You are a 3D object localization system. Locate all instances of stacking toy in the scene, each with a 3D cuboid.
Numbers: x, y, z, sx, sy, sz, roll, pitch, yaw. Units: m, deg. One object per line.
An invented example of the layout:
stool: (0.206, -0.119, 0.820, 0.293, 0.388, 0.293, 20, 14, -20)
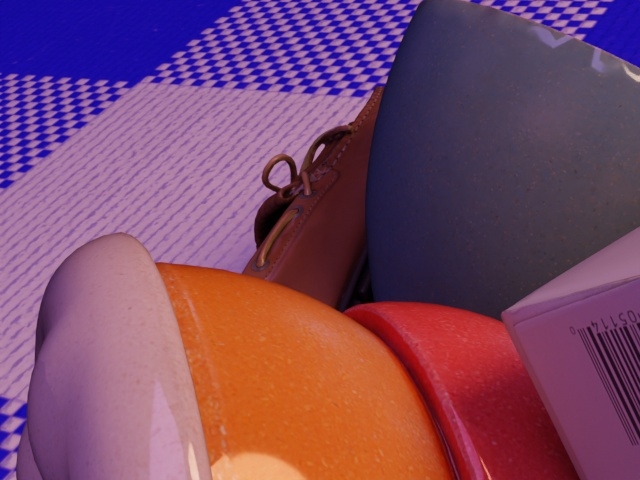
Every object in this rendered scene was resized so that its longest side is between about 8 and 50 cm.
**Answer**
stacking toy: (0.109, 0.160, 0.583, 0.480, 0.350, 0.350, -3, 29, -16)

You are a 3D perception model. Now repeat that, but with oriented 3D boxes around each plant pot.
plant pot: (0.143, 0.002, 0.795, 0.290, 0.290, 0.195, 29, 90, 48)

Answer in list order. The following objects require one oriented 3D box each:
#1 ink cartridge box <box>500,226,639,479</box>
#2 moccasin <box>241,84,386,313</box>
ink cartridge box: (0.266, 0.077, 0.492, 0.309, 0.271, 0.130, -27, 1, -36)
moccasin: (0.000, 0.002, 0.959, 0.147, 0.139, 0.380, 8, 48, 18)
